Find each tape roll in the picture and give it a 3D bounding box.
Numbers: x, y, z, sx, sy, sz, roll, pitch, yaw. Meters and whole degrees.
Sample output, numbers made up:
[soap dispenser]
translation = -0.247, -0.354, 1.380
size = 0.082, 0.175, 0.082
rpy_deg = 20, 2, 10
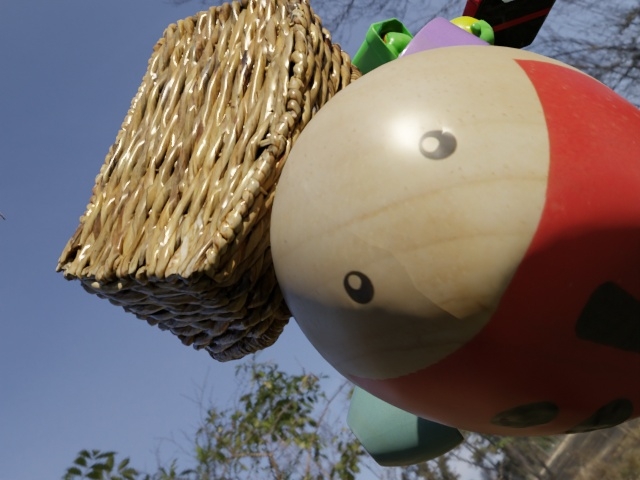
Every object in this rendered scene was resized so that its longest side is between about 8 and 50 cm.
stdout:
[tape roll]
translation = 0.157, -0.208, 0.945
size = 0.275, 0.090, 0.275
rpy_deg = -52, -11, -14

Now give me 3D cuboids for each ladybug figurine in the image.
[ladybug figurine]
translation = 0.178, 0.028, 0.464
size = 0.449, 0.162, 0.305
rpy_deg = 16, -77, -32

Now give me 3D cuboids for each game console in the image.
[game console]
translation = 0.592, -0.716, 1.883
size = 0.386, 0.060, 0.342
rpy_deg = -23, -23, -20

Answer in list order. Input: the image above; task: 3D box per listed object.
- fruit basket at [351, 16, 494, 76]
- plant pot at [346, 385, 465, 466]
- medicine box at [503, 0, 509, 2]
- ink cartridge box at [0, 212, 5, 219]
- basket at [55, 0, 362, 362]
[fruit basket]
translation = 0.282, -0.419, 1.472
size = 0.283, 0.392, 0.392
rpy_deg = -45, -26, -57
[plant pot]
translation = 0.179, 0.432, 1.443
size = 0.195, 0.290, 0.290
rpy_deg = -39, -35, -5
[medicine box]
translation = 0.506, -0.697, 1.291
size = 0.149, 0.289, 0.263
rpy_deg = 36, -89, -17
[ink cartridge box]
translation = -0.648, -0.171, 0.831
size = 0.091, 0.308, 0.385
rpy_deg = -41, -11, -14
[basket]
translation = -0.052, -0.050, 0.563
size = 0.223, 0.213, 0.299
rpy_deg = 45, -129, -47
